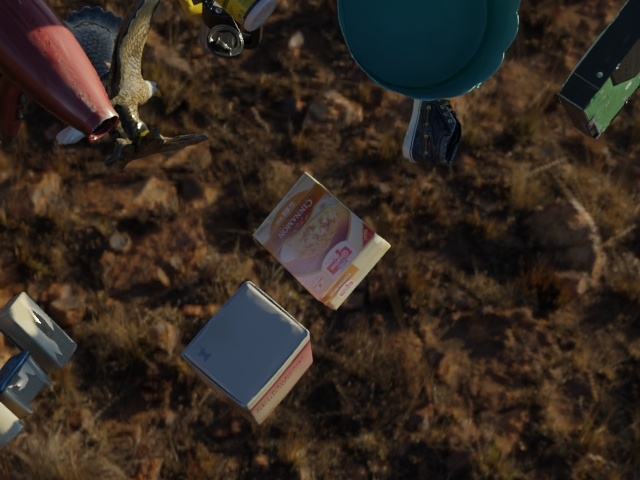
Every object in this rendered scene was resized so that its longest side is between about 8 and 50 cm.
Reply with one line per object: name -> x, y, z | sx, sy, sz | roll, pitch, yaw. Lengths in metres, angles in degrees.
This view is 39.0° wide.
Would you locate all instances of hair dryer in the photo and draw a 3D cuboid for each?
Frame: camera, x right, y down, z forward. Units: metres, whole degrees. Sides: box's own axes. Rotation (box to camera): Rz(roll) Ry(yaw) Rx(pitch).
hair dryer -> -0.303, -0.174, 0.921 | 0.293, 0.223, 0.080 | 26, 58, 37

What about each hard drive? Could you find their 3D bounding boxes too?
hard drive -> 0.557, -0.350, 1.594 | 0.064, 0.339, 0.237 | 39, 9, 22

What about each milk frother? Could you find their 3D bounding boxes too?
milk frother -> -0.191, -0.395, 1.742 | 0.129, 0.135, 0.143 | 34, 67, 6

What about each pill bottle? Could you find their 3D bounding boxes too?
pill bottle -> -0.122, -0.357, 1.277 | 0.116, 0.065, 0.065 | 44, 52, 4

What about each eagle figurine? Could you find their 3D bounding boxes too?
eagle figurine -> -0.318, -0.268, 1.424 | 0.226, 0.225, 0.298 | -13, 90, -10

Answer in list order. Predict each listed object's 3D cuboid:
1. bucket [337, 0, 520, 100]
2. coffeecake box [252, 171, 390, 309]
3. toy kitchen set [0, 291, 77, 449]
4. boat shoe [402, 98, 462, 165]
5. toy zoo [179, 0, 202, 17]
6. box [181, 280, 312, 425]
bucket -> 0.152, -0.347, 1.346 | 0.281, 0.281, 0.183 | 8, 10, -2
coffeecake box -> 0.000, 0.000, 1.500 | 0.142, 0.068, 0.185 | -50, 57, 4
toy kitchen set -> -0.495, 0.207, 1.333 | 0.122, 0.166, 0.207 | 52, 33, -21
boat shoe -> 0.200, -0.214, 1.501 | 0.083, 0.183, 0.065 | 13, 3, 33
toy zoo -> -0.234, -0.588, 1.866 | 0.192, 0.030, 0.293 | -28, 100, -24
box -> -0.105, 0.182, 1.401 | 0.127, 0.232, 0.148 | 39, 77, 12
